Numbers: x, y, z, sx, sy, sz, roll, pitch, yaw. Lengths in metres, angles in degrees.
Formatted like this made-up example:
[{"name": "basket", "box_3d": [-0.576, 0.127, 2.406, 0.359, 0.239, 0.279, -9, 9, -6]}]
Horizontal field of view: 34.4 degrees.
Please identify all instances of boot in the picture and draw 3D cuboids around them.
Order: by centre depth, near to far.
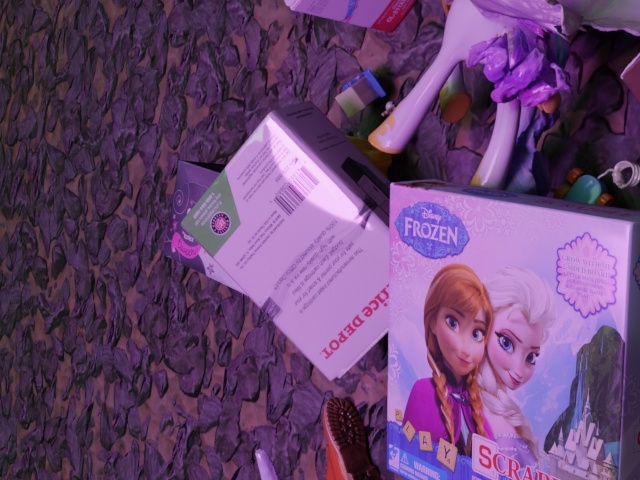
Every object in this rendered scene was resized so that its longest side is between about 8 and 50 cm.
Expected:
[{"name": "boot", "box_3d": [0.026, 0.299, 1.430, 0.085, 0.059, 0.157, -42, 57, 47]}]

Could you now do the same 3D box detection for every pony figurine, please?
[{"name": "pony figurine", "box_3d": [0.207, -0.212, 1.077, 0.351, 0.303, 0.363, 45, 129, 47]}]

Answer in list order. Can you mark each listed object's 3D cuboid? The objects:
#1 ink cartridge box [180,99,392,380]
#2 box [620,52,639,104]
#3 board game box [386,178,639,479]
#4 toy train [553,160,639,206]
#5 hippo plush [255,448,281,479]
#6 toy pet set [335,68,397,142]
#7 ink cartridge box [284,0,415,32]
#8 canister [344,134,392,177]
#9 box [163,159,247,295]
[{"name": "ink cartridge box", "box_3d": [0.000, 0.000, 1.316, 0.289, 0.121, 0.211, 47, 117, 7]}, {"name": "box", "box_3d": [0.410, -0.116, 0.893, 0.167, 0.169, 0.203, -49, 52, 36]}, {"name": "board game box", "box_3d": [0.182, 0.114, 0.980, 0.319, 0.066, 0.317, 13, 106, 55]}, {"name": "toy train", "box_3d": [0.308, 0.001, 1.115, 0.125, 0.046, 0.166, -1, 84, 41]}, {"name": "hippo plush", "box_3d": [-0.006, 0.432, 1.303, 0.236, 0.294, 0.234, -41, 37, 52]}, {"name": "toy pet set", "box_3d": [0.073, -0.172, 1.423, 0.114, 0.065, 0.122, 54, 141, -7]}, {"name": "ink cartridge box", "box_3d": [0.026, -0.359, 1.383, 0.072, 0.175, 0.127, -48, 53, 38]}, {"name": "canister", "box_3d": [0.030, -0.052, 1.408, 0.126, 0.073, 0.169, 17, 112, 35]}, {"name": "box", "box_3d": [-0.110, -0.019, 1.554, 0.247, 0.142, 0.163, 21, 103, 50]}]
